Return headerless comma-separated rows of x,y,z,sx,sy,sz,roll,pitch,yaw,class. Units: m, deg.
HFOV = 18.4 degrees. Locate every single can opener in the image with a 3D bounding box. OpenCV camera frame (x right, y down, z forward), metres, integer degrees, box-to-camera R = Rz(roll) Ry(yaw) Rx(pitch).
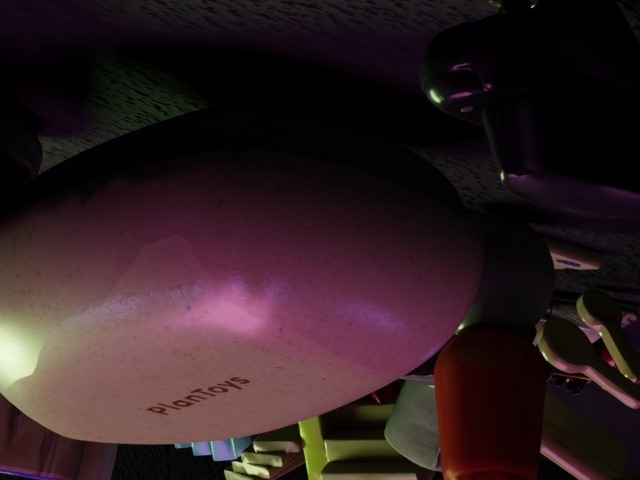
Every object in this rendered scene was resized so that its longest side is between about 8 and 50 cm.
0.102,-0.038,0.632,0.059,0.073,0.186,-7,172,41,can opener

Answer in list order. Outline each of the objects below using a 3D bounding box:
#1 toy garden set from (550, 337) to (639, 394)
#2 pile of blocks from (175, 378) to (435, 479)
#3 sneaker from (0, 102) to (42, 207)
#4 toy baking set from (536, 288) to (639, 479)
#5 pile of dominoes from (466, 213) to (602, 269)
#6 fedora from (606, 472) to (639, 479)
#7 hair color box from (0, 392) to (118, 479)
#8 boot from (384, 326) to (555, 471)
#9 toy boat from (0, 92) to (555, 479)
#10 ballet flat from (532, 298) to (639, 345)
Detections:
0.156,0.096,1.532,0.204,0.049,0.244,8,171,25,toy garden set
-0.045,0.122,1.672,0.362,0.113,0.149,8,-154,44,pile of blocks
-0.216,-0.017,0.920,0.125,0.140,0.341,9,173,4,sneaker
0.231,0.116,1.173,0.256,0.197,0.030,18,134,-24,toy baking set
0.000,0.000,1.102,0.251,0.040,0.196,16,171,-26,pile of dominoes
0.278,0.087,1.016,0.275,0.124,0.244,6,177,-24,fedora
-0.223,0.079,1.450,0.110,0.185,0.339,9,173,11,hair color box
0.070,0.099,1.404,0.189,0.076,0.208,19,162,0,boot
-0.007,0.022,0.917,0.318,0.148,0.267,22,151,-39,toy boat
0.148,0.054,1.277,0.114,0.041,0.041,8,171,22,ballet flat
